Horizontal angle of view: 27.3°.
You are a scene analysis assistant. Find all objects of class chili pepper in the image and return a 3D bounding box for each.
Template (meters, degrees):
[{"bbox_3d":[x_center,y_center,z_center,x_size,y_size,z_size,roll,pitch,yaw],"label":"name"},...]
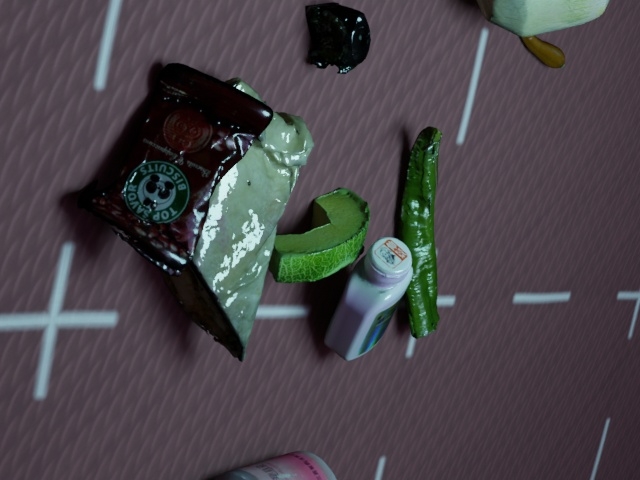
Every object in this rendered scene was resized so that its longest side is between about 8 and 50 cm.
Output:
[{"bbox_3d":[0.153,-0.014,2.005,0.085,0.076,0.359,-48,143,-50],"label":"chili pepper"}]

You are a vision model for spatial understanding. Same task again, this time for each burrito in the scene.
[{"bbox_3d":[-0.123,-0.028,1.684,0.175,0.107,0.348,16,92,-33],"label":"burrito"}]

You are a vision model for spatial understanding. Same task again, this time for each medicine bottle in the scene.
[{"bbox_3d":[0.074,0.078,1.882,0.115,0.078,0.219,-43,166,-32],"label":"medicine bottle"},{"bbox_3d":[-0.092,0.387,1.855,0.247,0.147,0.147,-8,112,-46],"label":"medicine bottle"}]

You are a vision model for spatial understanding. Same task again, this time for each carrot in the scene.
[{"bbox_3d":[0.359,-0.312,2.136,0.142,0.035,0.035,26,86,-44],"label":"carrot"}]

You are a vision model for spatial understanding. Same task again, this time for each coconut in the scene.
[{"bbox_3d":[0.333,-0.417,1.903,0.230,0.227,0.227,-16,125,0],"label":"coconut"}]

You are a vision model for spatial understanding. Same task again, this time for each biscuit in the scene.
[{"bbox_3d":[-0.176,-0.091,1.581,0.235,0.151,0.063,-60,179,-12],"label":"biscuit"}]

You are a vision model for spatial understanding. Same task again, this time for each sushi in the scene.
[{"bbox_3d":[0.027,-0.268,1.756,0.056,0.083,0.085,-18,117,-43],"label":"sushi"}]

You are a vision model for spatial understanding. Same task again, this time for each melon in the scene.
[{"bbox_3d":[0.000,0.000,1.812,0.209,0.118,0.064,-27,132,-41],"label":"melon"}]
